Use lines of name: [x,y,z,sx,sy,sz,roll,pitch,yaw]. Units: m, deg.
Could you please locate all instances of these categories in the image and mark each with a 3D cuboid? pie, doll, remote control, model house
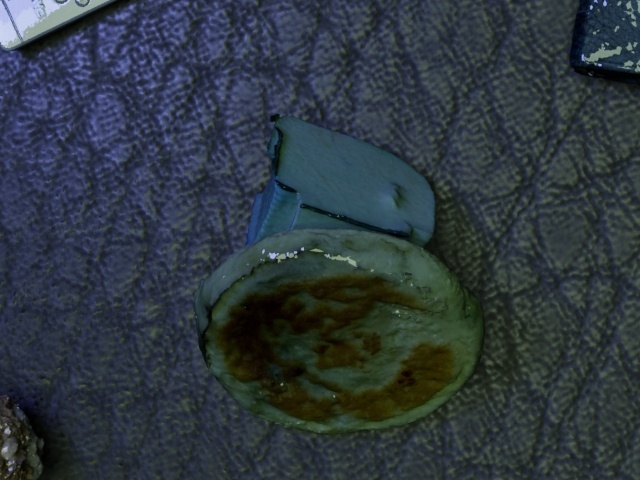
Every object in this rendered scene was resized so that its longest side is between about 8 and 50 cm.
pie: [0.013,0.075,1.095,0.241,0.054,0.240,1,135,1]
doll: [-0.333,0.214,1.175,0.221,0.105,0.115,-42,126,14]
remote control: [-0.199,-0.221,1.188,0.184,0.027,0.050,-25,88,4]
model house: [0.000,0.000,1.127,0.148,0.119,0.148,19,125,-15]

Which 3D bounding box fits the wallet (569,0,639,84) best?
wallet: [0.316,-0.301,1.076,0.191,0.046,0.378,10,91,21]
